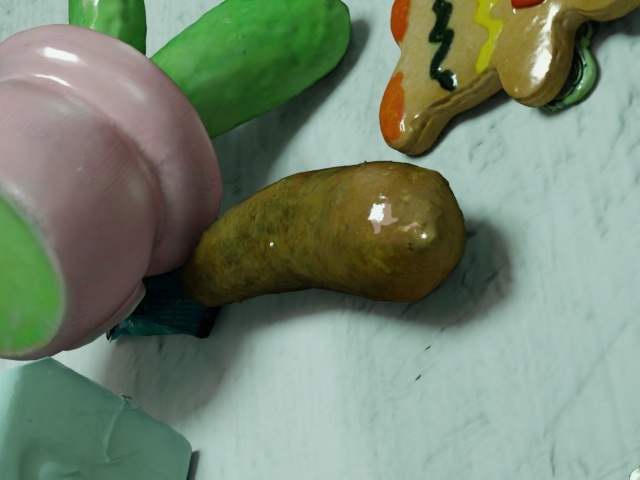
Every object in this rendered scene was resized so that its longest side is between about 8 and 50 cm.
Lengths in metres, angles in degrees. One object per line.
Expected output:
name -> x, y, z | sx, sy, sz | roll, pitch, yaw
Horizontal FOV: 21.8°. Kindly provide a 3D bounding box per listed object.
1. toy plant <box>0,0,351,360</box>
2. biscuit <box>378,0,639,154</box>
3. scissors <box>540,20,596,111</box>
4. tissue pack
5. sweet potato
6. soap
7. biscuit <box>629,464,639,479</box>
toy plant -> -0.175, -0.071, 1.252 | 0.317, 0.211, 0.356 | -20, 26, 43
biscuit -> 0.127, -0.160, 1.097 | 0.250, 0.036, 0.165 | -22, 55, 46
scissors -> 0.154, -0.167, 1.118 | 0.133, 0.020, 0.187 | -55, 34, 7
tissue pack -> -0.115, 0.038, 1.267 | 0.138, 0.028, 0.085 | -4, 57, 46
sweet potato -> 0.000, -0.001, 1.106 | 0.292, 0.097, 0.097 | -10, 53, 55
soap -> -0.190, 0.231, 1.054 | 0.095, 0.173, 0.290 | -23, 44, 38
biscuit -> 0.219, 0.153, 0.740 | 0.121, 0.040, 0.199 | -38, 38, 20
